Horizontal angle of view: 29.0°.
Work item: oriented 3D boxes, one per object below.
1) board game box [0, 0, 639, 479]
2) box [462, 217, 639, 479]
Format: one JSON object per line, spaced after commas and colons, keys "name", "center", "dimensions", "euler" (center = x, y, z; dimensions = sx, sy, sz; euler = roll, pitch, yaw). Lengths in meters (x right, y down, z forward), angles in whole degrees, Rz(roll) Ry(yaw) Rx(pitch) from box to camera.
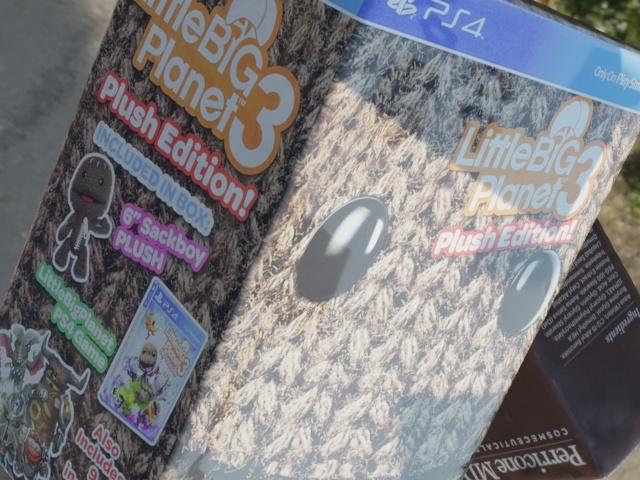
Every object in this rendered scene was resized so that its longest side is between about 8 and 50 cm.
{"name": "board game box", "center": [0.000, 0.000, 0.603], "dimensions": [0.232, 0.141, 0.291], "euler": [6, 113, -48]}
{"name": "box", "center": [0.100, 0.004, 0.972], "dimensions": [0.143, 0.191, 0.381], "euler": [-35, 96, -38]}
